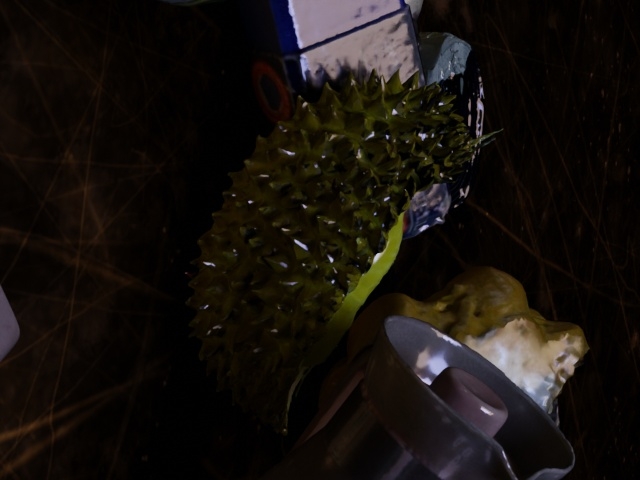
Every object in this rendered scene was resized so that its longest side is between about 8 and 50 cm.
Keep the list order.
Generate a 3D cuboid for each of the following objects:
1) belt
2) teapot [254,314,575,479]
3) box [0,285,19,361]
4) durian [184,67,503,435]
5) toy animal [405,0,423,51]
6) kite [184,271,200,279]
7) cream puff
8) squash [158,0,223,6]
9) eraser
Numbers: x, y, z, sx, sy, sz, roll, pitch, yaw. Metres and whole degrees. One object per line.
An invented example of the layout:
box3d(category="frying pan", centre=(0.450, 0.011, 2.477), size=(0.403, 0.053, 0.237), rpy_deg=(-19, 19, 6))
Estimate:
box3d(category="belt", centre=(0.116, -0.131, 1.735), size=(0.151, 0.078, 0.198), rpy_deg=(8, 89, -57))
box3d(category="teapot", centre=(0.029, 0.245, 1.355), size=(0.253, 0.300, 0.344), rpy_deg=(31, 105, -26))
box3d(category="box", centre=(-0.296, 0.103, 1.041), size=(0.243, 0.055, 0.103), rpy_deg=(-55, 138, -44))
box3d(category="durian", centre=(0.000, 0.000, 1.413), size=(0.351, 0.158, 0.169), rpy_deg=(-58, 156, 4))
box3d(category="toy animal", centre=(0.059, -0.233, 1.605), size=(0.121, 0.094, 0.225), rpy_deg=(-3, 93, -84))
box3d(category="kite", centre=(-0.058, 0.024, 1.507), size=(0.232, 0.009, 0.189), rpy_deg=(-37, 125, -54))
box3d(category="cream puff", centre=(0.111, 0.190, 1.643), size=(0.274, 0.270, 0.323), rpy_deg=(23, 69, -24))
box3d(category="squash", centre=(-0.097, -0.286, 1.219), size=(0.172, 0.218, 0.218), rpy_deg=(59, 18, 24))
box3d(category="eraser", centre=(0.021, -0.146, 1.484), size=(0.155, 0.101, 0.332), rpy_deg=(-25, 116, -25))
